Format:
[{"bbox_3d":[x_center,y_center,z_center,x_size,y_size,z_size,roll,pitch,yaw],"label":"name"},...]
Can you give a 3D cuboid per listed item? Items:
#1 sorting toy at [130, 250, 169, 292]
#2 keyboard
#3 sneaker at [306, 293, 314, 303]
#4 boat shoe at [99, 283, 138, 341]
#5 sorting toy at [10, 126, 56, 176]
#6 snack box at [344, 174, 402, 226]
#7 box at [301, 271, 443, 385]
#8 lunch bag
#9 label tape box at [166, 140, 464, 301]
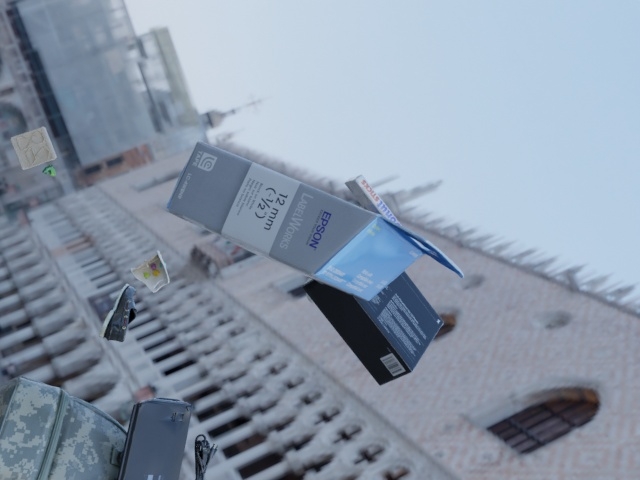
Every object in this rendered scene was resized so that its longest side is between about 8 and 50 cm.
[{"bbox_3d":[-0.383,0.077,2.330,0.075,0.083,0.045,62,16,14],"label":"sorting toy"},{"bbox_3d":[-0.277,0.435,1.757,0.033,0.202,0.317,7,-97,46],"label":"keyboard"},{"bbox_3d":[0.065,0.122,2.345,0.080,0.212,0.094,42,-38,46],"label":"sneaker"},{"bbox_3d":[-0.311,0.116,1.594,0.133,0.042,0.049,-82,-169,-61],"label":"boat shoe"},{"bbox_3d":[-0.471,-0.140,1.672,0.012,0.062,0.083,1,-68,63],"label":"sorting toy"},{"bbox_3d":[0.117,-0.052,1.984,0.178,0.022,0.064,51,-16,-10],"label":"snack box"},{"bbox_3d":[0.109,0.130,2.037,0.103,0.184,0.261,-31,-80,41],"label":"box"},{"bbox_3d":[-0.495,0.391,1.800,0.305,0.256,0.212,-31,-137,49],"label":"lunch bag"},{"bbox_3d":[0.000,0.000,1.380,0.348,0.115,0.249,26,-2,22],"label":"label tape box"}]
